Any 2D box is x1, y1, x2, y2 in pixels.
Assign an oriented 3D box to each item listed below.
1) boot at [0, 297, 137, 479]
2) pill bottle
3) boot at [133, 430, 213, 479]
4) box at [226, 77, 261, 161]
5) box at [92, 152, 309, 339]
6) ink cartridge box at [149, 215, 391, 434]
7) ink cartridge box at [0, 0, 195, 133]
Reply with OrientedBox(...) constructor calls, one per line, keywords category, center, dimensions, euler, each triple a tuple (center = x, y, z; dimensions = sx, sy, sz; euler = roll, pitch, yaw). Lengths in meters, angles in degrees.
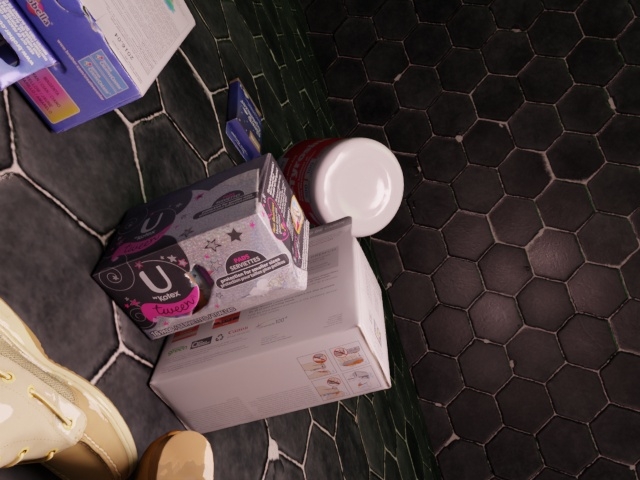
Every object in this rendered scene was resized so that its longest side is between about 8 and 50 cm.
OrientedBox(category="boot", center=(-0.268, 0.179, 0.405), dimensions=(0.203, 0.095, 0.262), euler=(-85, 151, -59))
OrientedBox(category="pill bottle", center=(0.016, -0.149, 1.337), dimensions=(0.408, 0.229, 0.229), euler=(22, -42, 65))
OrientedBox(category="boot", center=(-0.157, 0.339, 0.496), dimensions=(0.211, 0.104, 0.295), euler=(125, -26, -54))
OrientedBox(category="box", center=(-0.203, -0.317, 1.394), dimensions=(0.136, 0.036, 0.225), euler=(56, 22, -46))
OrientedBox(category="box", center=(-0.156, 0.009, 0.728), dimensions=(0.163, 0.247, 0.142), euler=(-89, 154, -53))
OrientedBox(category="ink cartridge box", center=(-0.064, 0.121, 0.805), dimensions=(0.272, 0.309, 0.130), euler=(-86, 154, -56))
OrientedBox(category="ink cartridge box", center=(-0.332, -0.332, 0.688), dimensions=(0.395, 0.151, 0.270), euler=(-91, 157, -53))
